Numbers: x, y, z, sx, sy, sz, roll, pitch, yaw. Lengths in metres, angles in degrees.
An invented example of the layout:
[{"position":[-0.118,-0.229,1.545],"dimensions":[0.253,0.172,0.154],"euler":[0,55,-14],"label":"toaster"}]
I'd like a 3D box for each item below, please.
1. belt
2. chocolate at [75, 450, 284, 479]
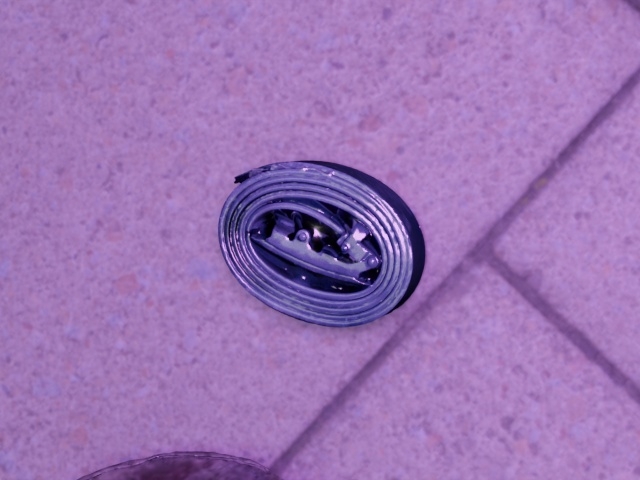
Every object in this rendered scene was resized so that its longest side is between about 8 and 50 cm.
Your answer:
[{"position":[0.000,0.000,1.523],"dimensions":[0.190,0.082,0.141],"euler":[21,98,11],"label":"belt"},{"position":[-0.134,0.353,1.476],"dimensions":[0.303,0.303,0.213],"euler":[-3,118,13],"label":"chocolate"}]
